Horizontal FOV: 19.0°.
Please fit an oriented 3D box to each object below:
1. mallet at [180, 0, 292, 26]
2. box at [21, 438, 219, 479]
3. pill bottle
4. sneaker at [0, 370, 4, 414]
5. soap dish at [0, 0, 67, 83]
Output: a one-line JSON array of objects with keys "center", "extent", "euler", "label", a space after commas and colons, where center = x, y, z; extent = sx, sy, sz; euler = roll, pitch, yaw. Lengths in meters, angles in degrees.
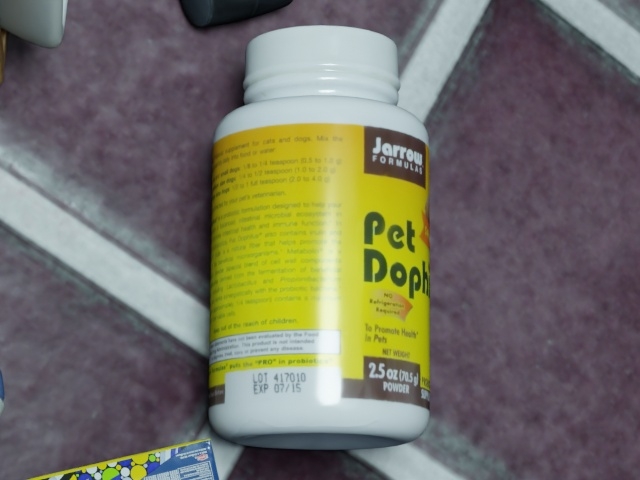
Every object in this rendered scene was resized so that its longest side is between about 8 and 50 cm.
[{"center": [-0.067, -0.209, 1.044], "extent": [0.062, 0.039, 0.190], "euler": [-27, 110, -28], "label": "mallet"}, {"center": [-0.135, 0.144, 0.959], "extent": [0.169, 0.059, 0.054], "euler": [-10, 83, -26], "label": "box"}, {"center": [0.000, 0.000, 1.017], "extent": [0.117, 0.117, 0.215], "euler": [5, 78, -24], "label": "pill bottle"}, {"center": [-0.290, -0.026, 0.898], "extent": [0.315, 0.127, 0.182], "euler": [16, 70, -28], "label": "sneaker"}, {"center": [-0.168, -0.244, 0.893], "extent": [0.118, 0.229, 0.291], "euler": [5, 78, -6], "label": "soap dish"}]
